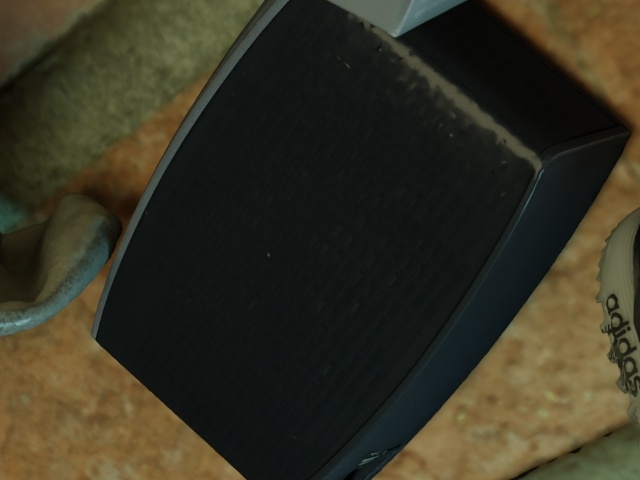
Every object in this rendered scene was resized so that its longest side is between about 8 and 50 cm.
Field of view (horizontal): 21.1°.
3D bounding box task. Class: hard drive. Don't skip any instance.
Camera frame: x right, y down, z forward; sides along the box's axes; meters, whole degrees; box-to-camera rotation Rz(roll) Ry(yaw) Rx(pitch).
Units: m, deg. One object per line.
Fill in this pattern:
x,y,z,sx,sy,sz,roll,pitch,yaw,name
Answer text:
0.000,0.000,0.751,0.172,0.054,0.254,42,126,11,hard drive

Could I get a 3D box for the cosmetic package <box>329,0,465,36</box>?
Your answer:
-0.025,-0.181,0.648,0.238,0.127,0.107,34,124,18,cosmetic package

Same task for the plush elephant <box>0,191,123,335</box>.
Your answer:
-0.252,-0.007,0.805,0.272,0.255,0.330,-20,91,27,plush elephant

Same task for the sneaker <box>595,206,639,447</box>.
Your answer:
0.190,0.080,0.556,0.146,0.102,0.293,-53,50,50,sneaker
